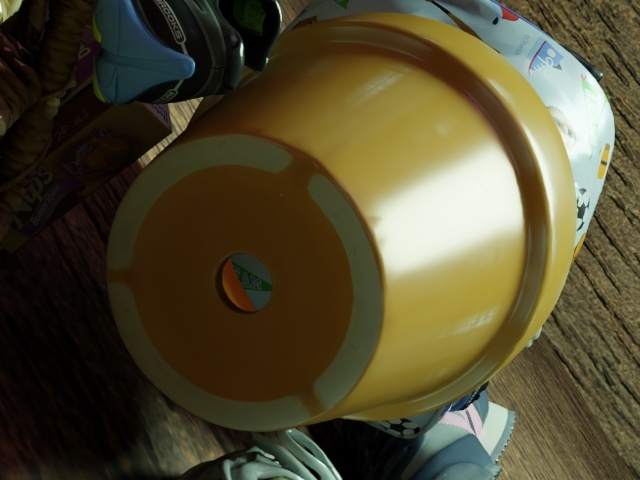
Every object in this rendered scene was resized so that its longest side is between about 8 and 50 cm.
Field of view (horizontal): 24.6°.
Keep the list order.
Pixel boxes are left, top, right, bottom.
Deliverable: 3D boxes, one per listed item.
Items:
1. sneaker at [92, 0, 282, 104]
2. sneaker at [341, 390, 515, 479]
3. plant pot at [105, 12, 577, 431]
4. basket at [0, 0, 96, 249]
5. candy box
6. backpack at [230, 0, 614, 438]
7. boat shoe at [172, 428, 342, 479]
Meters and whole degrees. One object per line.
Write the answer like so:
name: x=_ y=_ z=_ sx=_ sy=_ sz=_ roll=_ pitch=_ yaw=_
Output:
sneaker: x=-0.057 y=-0.102 z=0.671 sx=0.188 sy=0.078 sz=0.067 roll=-89 pitch=-173 yaw=-66
sneaker: x=0.052 y=0.146 z=1.023 sx=0.131 sy=0.112 sz=0.319 roll=38 pitch=9 yaw=5
plant pot: x=0.000 y=0.000 z=0.687 sx=0.205 sy=0.205 sz=0.188 roll=57 pitch=24 yaw=3
basket: x=-0.139 y=-0.085 z=0.521 sx=0.223 sy=0.213 sz=0.299 roll=52 pitch=12 yaw=-15
candy box: x=-0.143 y=-0.088 z=0.782 sx=0.053 sy=0.109 sz=0.187 roll=46 pitch=15 yaw=-32
backpack: x=0.043 y=-0.029 z=0.909 sx=0.276 sy=0.263 sz=0.213 roll=26 pitch=41 yaw=-1
boat shoe: x=-0.012 y=0.152 z=0.633 sx=0.118 sy=0.103 sz=0.320 roll=56 pitch=3 yaw=-3
